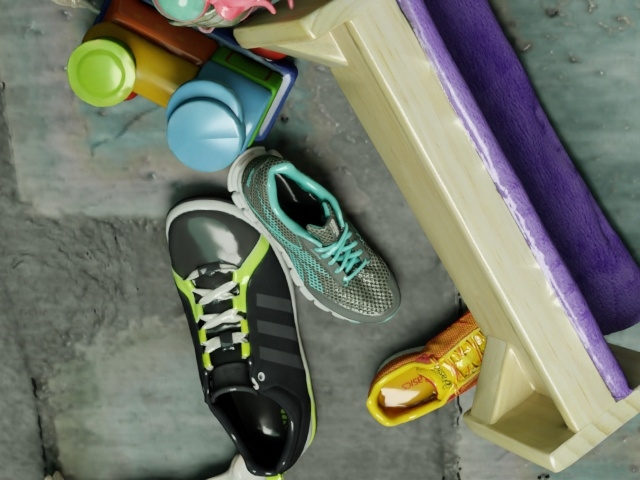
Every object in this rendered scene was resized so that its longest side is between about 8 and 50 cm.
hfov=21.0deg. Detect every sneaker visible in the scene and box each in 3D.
[{"bbox_3d":[0.112,0.089,1.299,0.175,0.067,0.064,-38,99,19],"label":"sneaker"},{"bbox_3d":[0.000,0.000,1.269,0.166,0.076,0.065,45,78,-12],"label":"sneaker"},{"bbox_3d":[-0.055,0.078,1.307,0.084,0.097,0.235,-17,108,15],"label":"sneaker"}]

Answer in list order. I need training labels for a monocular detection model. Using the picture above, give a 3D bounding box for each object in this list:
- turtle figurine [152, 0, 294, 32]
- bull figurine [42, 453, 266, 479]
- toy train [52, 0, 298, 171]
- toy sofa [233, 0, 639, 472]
[{"bbox_3d":[-0.080,-0.194,1.127,0.175,0.234,0.118,-11,107,14],"label":"turtle figurine"},{"bbox_3d":[-0.163,0.280,1.407,0.188,0.101,0.310,31,111,1],"label":"bull figurine"},{"bbox_3d":[-0.146,-0.136,1.212,0.248,0.143,0.105,28,113,-2],"label":"toy train"},{"bbox_3d":[0.116,-0.043,1.163,0.177,0.150,0.363,-34,105,-13],"label":"toy sofa"}]
